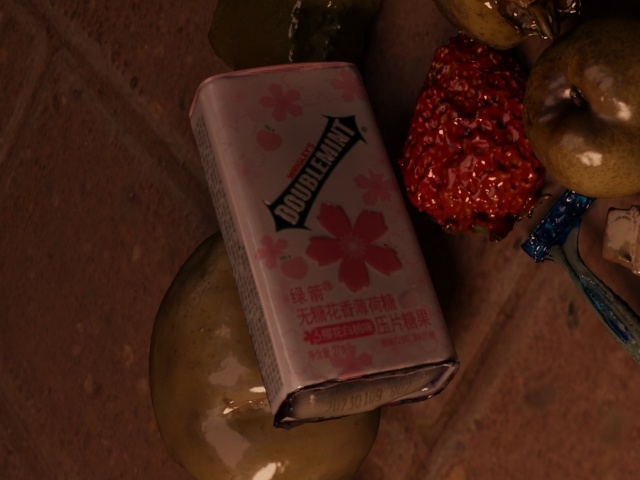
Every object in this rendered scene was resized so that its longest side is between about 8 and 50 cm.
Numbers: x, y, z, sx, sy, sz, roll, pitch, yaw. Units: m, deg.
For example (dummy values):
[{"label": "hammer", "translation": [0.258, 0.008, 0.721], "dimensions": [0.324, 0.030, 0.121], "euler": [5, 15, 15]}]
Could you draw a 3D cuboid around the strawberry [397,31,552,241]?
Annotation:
[{"label": "strawberry", "translation": [0.156, -0.117, 1.471], "dimensions": [0.174, 0.098, 0.228], "euler": [10, 92, 48]}]

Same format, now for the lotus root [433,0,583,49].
[{"label": "lotus root", "translation": [0.180, -0.256, 1.382], "dimensions": [0.278, 0.154, 0.154], "euler": [-103, 35, -70]}]

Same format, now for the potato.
[{"label": "potato", "translation": [-0.066, 0.138, 1.579], "dimensions": [0.243, 0.221, 0.326], "euler": [-32, 63, 30]}]

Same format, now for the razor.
[{"label": "razor", "translation": [0.284, 0.081, 1.325], "dimensions": [0.093, 0.056, 0.324], "euler": [-52, 49, 26]}]

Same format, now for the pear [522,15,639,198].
[{"label": "pear", "translation": [0.264, -0.124, 1.322], "dimensions": [0.167, 0.136, 0.167], "euler": [-14, 72, 48]}]

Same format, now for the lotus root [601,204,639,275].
[{"label": "lotus root", "translation": [0.378, 0.014, 1.147], "dimensions": [0.260, 0.170, 0.075], "euler": [10, 97, 39]}]

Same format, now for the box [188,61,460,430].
[{"label": "box", "translation": [0.000, 0.000, 1.472], "dimensions": [0.112, 0.190, 0.370], "euler": [114, 141, -58]}]

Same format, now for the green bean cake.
[{"label": "green bean cake", "translation": [-0.005, -0.280, 1.666], "dimensions": [0.233, 0.124, 0.236], "euler": [38, 111, 46]}]
